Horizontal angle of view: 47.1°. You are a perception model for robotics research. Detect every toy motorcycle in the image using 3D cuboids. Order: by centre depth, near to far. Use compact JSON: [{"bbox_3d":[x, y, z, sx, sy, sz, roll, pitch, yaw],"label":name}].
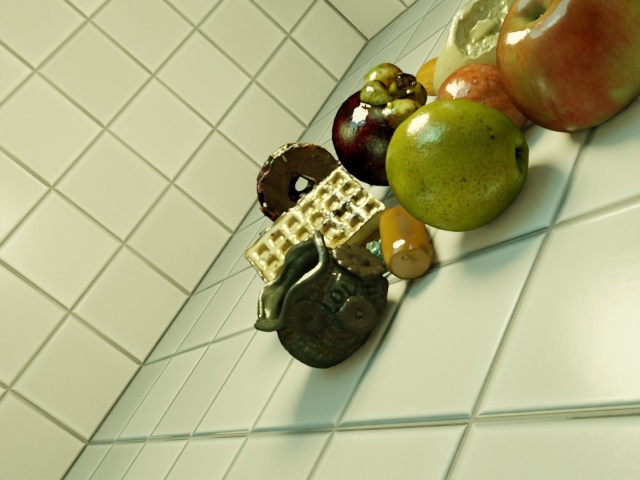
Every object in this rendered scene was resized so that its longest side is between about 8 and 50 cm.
[{"bbox_3d":[0.148,0.041,1.803,0.100,0.058,0.173,-36,17,23],"label":"toy motorcycle"}]

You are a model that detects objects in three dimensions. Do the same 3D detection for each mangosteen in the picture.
[{"bbox_3d":[0.178,-0.313,2.072,0.330,0.330,0.330,-45,16,16],"label":"mangosteen"}]

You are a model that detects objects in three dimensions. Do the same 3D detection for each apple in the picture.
[{"bbox_3d":[0.491,-0.377,1.422,0.319,0.277,0.319,-45,18,18],"label":"apple"}]

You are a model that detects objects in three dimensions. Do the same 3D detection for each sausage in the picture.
[{"bbox_3d":[0.194,-0.014,1.715,0.112,0.112,0.328,-45,16,18],"label":"sausage"},{"bbox_3d":[0.427,-0.536,2.294,0.134,0.116,0.354,-39,14,-20],"label":"sausage"}]

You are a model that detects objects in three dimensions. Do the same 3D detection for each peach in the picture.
[{"bbox_3d":[0.386,-0.302,1.710,0.232,0.232,0.232,-45,16,16],"label":"peach"}]

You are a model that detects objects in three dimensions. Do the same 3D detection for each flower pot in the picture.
[{"bbox_3d":[0.007,0.133,1.642,0.302,0.213,0.302,-50,16,20],"label":"flower pot"}]

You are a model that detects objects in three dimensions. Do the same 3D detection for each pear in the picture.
[{"bbox_3d":[0.284,-0.157,1.505,0.294,0.294,0.294,-45,16,16],"label":"pear"}]

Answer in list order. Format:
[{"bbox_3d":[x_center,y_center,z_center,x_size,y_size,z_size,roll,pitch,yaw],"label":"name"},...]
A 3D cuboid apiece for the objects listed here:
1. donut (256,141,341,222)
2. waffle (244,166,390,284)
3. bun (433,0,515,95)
[{"bbox_3d":[-0.060,-0.157,2.110,0.269,0.270,0.103,-49,19,1],"label":"donut"},{"bbox_3d":[0.000,0.000,1.968,0.376,0.114,0.261,-41,44,-1],"label":"waffle"},{"bbox_3d":[0.456,-0.489,1.887,0.364,0.202,0.364,-48,-18,-20],"label":"bun"}]
